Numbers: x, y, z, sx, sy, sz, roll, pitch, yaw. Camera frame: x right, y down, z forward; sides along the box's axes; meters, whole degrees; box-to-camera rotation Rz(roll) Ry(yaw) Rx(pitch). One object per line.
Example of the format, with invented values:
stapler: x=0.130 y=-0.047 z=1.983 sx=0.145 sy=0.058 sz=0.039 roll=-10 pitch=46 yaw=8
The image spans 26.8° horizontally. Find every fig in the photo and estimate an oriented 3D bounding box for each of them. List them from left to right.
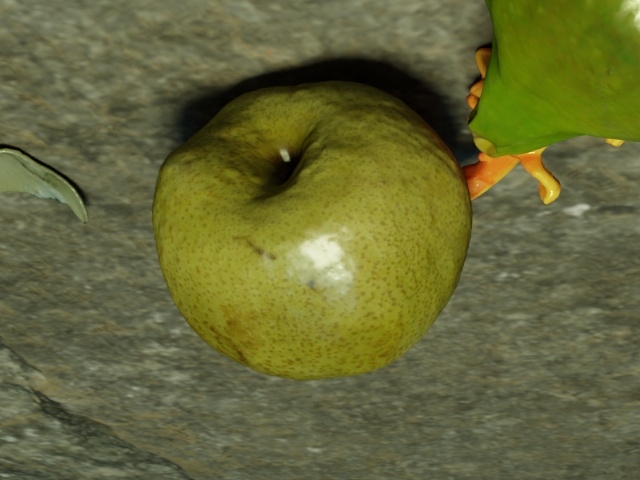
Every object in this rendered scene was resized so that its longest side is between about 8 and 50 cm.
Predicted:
fig: x=0.169 y=-0.129 z=0.749 sx=0.206 sy=0.206 sz=0.275 roll=14 pitch=143 yaw=-14

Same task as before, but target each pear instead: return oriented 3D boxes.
pear: x=0.000 y=0.000 z=0.959 sx=0.229 sy=0.188 sz=0.211 roll=-3 pitch=142 yaw=22

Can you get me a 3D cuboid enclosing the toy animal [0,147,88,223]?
toy animal: x=-0.280 y=-0.043 z=1.018 sx=0.219 sy=0.095 sz=0.155 roll=12 pitch=150 yaw=-13

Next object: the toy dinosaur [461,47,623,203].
toy dinosaur: x=0.162 y=-0.112 z=0.889 sx=0.117 sy=0.070 sz=0.288 roll=23 pitch=138 yaw=-24
